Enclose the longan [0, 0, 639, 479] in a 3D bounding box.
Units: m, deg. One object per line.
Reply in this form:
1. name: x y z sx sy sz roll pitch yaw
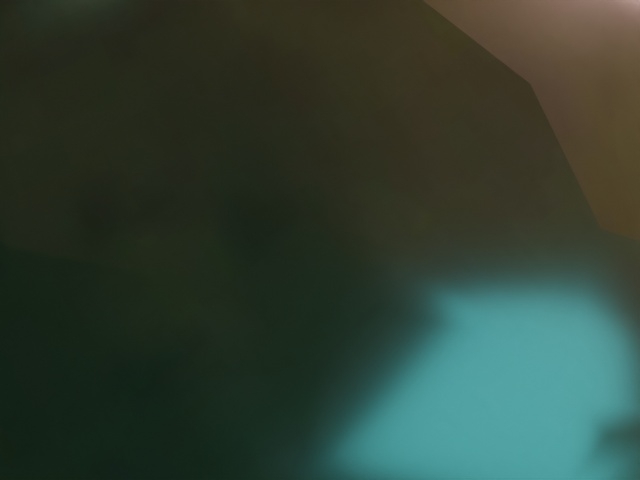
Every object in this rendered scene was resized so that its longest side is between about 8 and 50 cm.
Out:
1. longan: 0.000 0.000 0.564 0.404 0.404 0.336 28 115 -39
